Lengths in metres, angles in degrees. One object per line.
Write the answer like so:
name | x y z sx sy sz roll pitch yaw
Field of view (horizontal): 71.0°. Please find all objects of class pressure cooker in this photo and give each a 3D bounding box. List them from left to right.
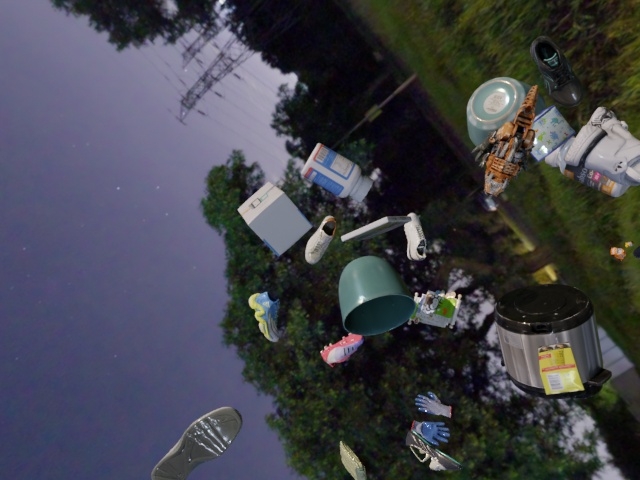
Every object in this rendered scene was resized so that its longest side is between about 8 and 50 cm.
pressure cooker | 0.911 0.425 1.803 0.370 0.376 0.419 -54 -52 -68

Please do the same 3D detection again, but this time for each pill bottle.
pill bottle | 0.058 -0.218 1.494 0.222 0.124 0.124 30 -162 -7
pill bottle | 0.983 -0.283 1.625 0.278 0.162 0.162 37 -174 36

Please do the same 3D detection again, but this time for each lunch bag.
lunch bag | 0.766 -0.363 1.545 0.128 0.151 0.096 49 176 0

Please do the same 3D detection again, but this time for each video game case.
video game case | 0.229 -0.048 1.821 0.206 0.227 0.026 -5 -105 -53

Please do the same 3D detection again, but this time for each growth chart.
growth chart | 0.499 0.296 1.959 0.021 0.237 0.171 25 -108 -43

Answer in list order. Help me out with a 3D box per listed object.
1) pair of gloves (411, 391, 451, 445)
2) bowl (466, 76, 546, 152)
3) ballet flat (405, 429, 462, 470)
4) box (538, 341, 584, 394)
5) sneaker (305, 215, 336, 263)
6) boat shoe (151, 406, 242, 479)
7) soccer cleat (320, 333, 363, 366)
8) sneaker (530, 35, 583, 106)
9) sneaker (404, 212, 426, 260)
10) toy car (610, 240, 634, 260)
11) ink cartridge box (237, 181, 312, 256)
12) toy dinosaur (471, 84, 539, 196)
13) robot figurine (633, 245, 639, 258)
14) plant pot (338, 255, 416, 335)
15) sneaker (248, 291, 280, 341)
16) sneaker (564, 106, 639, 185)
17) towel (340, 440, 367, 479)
pair of gloves | 0.456 0.722 1.830 0.160 0.023 0.198 17 -122 3
bowl | 0.715 -0.523 1.794 0.163 0.311 0.311 21 -149 -49
ballet flat | 0.363 0.705 1.470 0.203 0.074 0.074 23 174 43
box | 0.614 0.325 1.157 0.232 0.088 0.058 -10 -97 -64
sneaker | 0.000 0.000 2.438 0.106 0.289 0.123 24 -175 -8
boat shoe | -0.346 0.582 1.285 0.118 0.320 0.103 44 -172 0
soccer cleat | 0.105 0.468 1.914 0.095 0.248 0.083 54 -143 -3
sneaker | 0.787 -0.564 1.506 0.267 0.101 0.106 57 -151 2
sneaker | 0.468 -0.019 2.161 0.095 0.090 0.234 162 101 -72
toy car | 1.182 0.026 1.750 0.060 0.122 0.040 46 153 0
ink cartridge box | -0.201 -0.099 1.921 0.198 0.197 0.270 49 177 -25
toy dinosaur | 0.554 -0.273 1.278 0.164 0.322 0.218 45 -174 9
robot figurine | 1.198 -0.009 1.482 0.209 0.278 0.174 44 -146 12
plant pot | 0.204 0.205 1.800 0.293 0.293 0.235 33 -149 -44
sneaker | -0.225 0.340 2.037 0.240 0.126 0.091 60 -164 -3
sneaker | 0.862 -0.269 1.308 0.210 0.137 0.366 34 -137 21
towel | 0.111 0.767 1.528 0.148 0.027 0.109 29 135 55
